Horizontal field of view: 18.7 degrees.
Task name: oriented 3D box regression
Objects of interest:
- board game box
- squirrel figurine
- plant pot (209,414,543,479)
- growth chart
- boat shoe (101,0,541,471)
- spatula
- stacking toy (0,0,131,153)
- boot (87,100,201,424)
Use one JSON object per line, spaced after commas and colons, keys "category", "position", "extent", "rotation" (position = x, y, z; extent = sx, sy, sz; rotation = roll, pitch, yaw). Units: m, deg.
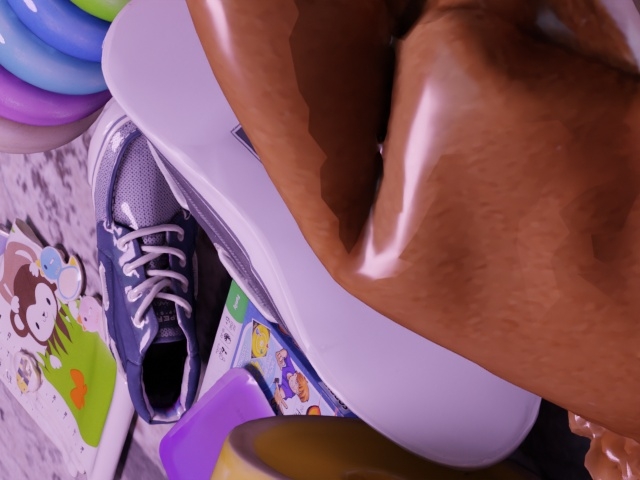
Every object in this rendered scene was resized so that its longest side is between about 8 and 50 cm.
{"category": "board game box", "position": [-0.023, 0.133, 1.125], "extent": [0.136, 0.035, 0.201], "rotation": [49, 139, 32]}
{"category": "squirrel figurine", "position": [0.215, -0.025, 0.586], "extent": [0.370, 0.281, 0.397], "rotation": [-3, 115, 45]}
{"category": "plant pot", "position": [0.012, 0.221, 0.949], "extent": [0.254, 0.254, 0.239], "rotation": [20, 104, 50]}
{"category": "growth chart", "position": [-0.196, 0.070, 1.358], "extent": [0.237, 0.021, 0.172], "rotation": [41, 133, 38]}
{"category": "boat shoe", "position": [0.000, 0.000, 0.992], "extent": [0.301, 0.108, 0.102], "rotation": [45, 170, 17]}
{"category": "spatula", "position": [-0.091, 0.180, 1.181], "extent": [0.084, 0.030, 0.296], "rotation": [59, 143, 18]}
{"category": "stacking toy", "position": [-0.104, -0.165, 1.046], "extent": [0.330, 0.141, 0.141], "rotation": [-30, 79, 50]}
{"category": "boot", "position": [-0.094, 0.013, 1.135], "extent": [0.086, 0.069, 0.190], "rotation": [-117, 21, -51]}
